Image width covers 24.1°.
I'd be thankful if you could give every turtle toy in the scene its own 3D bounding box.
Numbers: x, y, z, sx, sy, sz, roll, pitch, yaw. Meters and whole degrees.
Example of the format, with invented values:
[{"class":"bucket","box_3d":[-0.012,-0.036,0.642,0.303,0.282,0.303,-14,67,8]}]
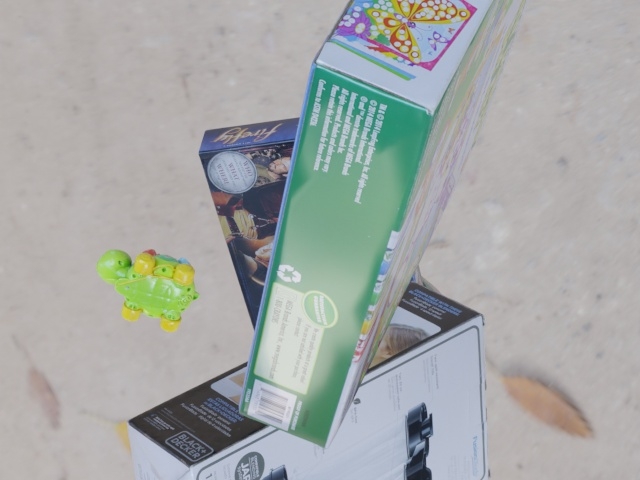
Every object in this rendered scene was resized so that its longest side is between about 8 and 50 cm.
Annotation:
[{"class":"turtle toy","box_3d":[-0.209,0.048,1.816,0.130,0.066,0.095,16,120,-7]}]

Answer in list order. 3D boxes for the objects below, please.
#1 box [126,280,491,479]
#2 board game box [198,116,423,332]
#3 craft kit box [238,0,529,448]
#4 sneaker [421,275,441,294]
[{"class":"box","box_3d":[0.001,0.167,1.176,0.087,0.290,0.169,26,131,46]},{"class":"board game box","box_3d":[0.000,0.000,1.371,0.165,0.042,0.243,-8,124,12]},{"class":"craft kit box","box_3d":[0.046,-0.065,0.711,0.061,0.246,0.250,21,142,5]},{"class":"sneaker","box_3d":[0.041,0.027,2.034,0.302,0.121,0.108,33,90,13]}]
